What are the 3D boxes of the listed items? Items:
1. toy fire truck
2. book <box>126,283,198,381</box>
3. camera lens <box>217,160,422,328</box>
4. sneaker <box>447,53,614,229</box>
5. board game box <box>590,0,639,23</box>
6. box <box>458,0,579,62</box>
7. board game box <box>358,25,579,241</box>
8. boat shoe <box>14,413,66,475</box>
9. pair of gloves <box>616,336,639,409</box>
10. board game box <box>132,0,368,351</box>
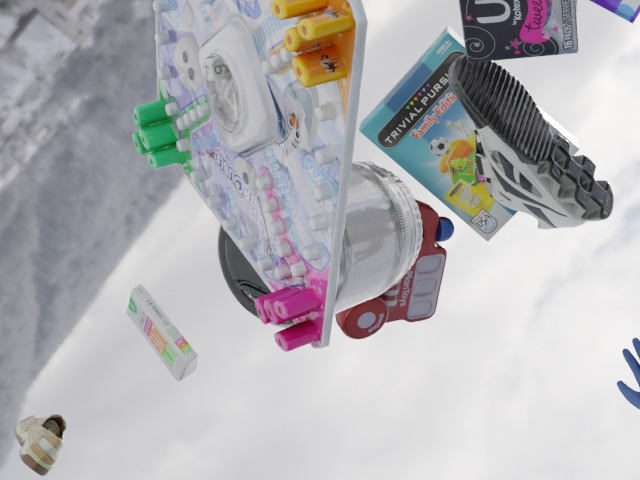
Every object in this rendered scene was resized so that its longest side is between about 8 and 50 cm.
[{"bbox_3d":[0.128,0.037,2.197,0.169,0.254,0.302,-129,-142,-48],"label":"toy fire truck"},{"bbox_3d":[-0.248,0.143,1.809,0.035,0.144,0.096,-34,167,-25],"label":"book"},{"bbox_3d":[0.000,0.000,1.704,0.219,0.219,0.274,-41,167,33],"label":"camera lens"},{"bbox_3d":[0.274,-0.126,1.699,0.146,0.330,0.122,-24,-153,46],"label":"sneaker"},{"bbox_3d":[0.424,-0.483,1.775,0.347,0.233,0.078,-56,174,-50],"label":"board game box"},{"bbox_3d":[0.228,-0.359,1.372,0.142,0.247,0.163,-4,-135,14],"label":"box"},{"bbox_3d":[0.282,-0.201,2.205,0.254,0.336,0.079,-48,-172,19],"label":"board game box"},{"bbox_3d":[-0.410,0.293,1.733,0.072,0.068,0.190,-50,-159,-5],"label":"boat shoe"},{"bbox_3d":[0.492,0.179,1.535,0.198,0.023,0.159,-31,-125,27],"label":"pair of gloves"},{"bbox_3d":[-0.093,-0.143,1.118,0.390,0.050,0.390,50,-33,38],"label":"board game box"}]
